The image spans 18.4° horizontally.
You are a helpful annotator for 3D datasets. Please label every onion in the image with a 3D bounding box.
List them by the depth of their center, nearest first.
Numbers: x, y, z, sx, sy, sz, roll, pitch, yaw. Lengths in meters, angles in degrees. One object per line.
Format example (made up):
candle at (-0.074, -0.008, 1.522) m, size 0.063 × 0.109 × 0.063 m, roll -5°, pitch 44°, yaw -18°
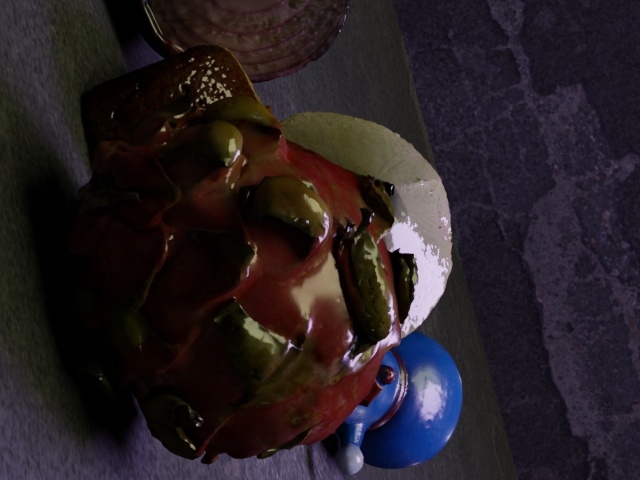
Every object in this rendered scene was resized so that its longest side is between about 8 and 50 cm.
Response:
onion at (-0.078, -0.290, 1.850) m, size 0.272 × 0.256 × 0.230 m, roll 26°, pitch 21°, yaw -22°

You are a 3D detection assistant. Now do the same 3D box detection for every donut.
donut at (-0.123, -0.118, 1.712) m, size 0.217 × 0.141 × 0.085 m, roll -63°, pitch 132°, yaw -80°

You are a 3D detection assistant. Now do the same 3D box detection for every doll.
doll at (0.051, 0.170, 2.218) m, size 0.257 × 0.161 × 0.215 m, roll 33°, pitch 56°, yaw -51°

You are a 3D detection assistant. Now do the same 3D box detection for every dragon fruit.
dragon fruit at (-0.063, 0.019, 1.509) m, size 0.250 × 0.269 × 0.291 m, roll -106°, pitch 178°, yaw -48°

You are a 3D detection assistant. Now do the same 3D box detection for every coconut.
coconut at (0.000, 0.000, 1.833) m, size 0.244 × 0.239 × 0.239 m, roll 146°, pitch -66°, yaw -66°
